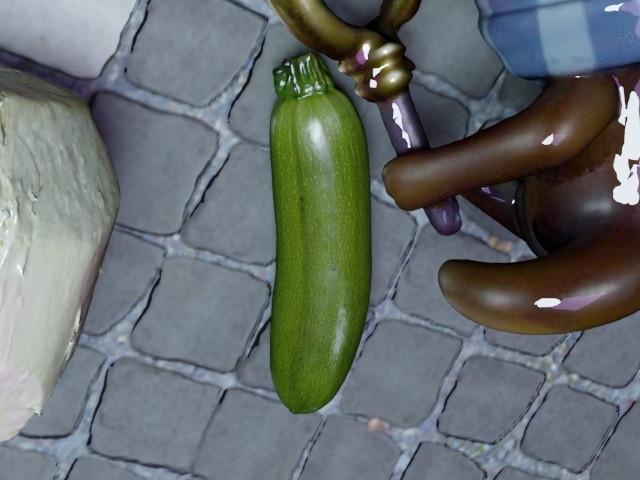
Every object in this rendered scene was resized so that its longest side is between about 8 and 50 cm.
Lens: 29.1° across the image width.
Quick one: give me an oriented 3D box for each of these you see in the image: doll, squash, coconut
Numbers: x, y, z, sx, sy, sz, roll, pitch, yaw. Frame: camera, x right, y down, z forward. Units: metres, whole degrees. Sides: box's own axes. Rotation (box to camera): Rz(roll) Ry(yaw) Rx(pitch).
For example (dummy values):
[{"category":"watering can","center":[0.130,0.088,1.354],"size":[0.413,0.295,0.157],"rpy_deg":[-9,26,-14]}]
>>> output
[{"category":"doll","center":[0.142,-0.116,0.741],"size":[0.318,0.209,0.339],"rpy_deg":[-25,118,-21]},{"category":"squash","center":[0.000,0.000,0.814],"size":[0.069,0.069,0.258],"rpy_deg":[-6,115,-18]},{"category":"coconut","center":[-0.225,0.013,0.648],"size":[0.227,0.227,0.230],"rpy_deg":[15,100,-25]}]
